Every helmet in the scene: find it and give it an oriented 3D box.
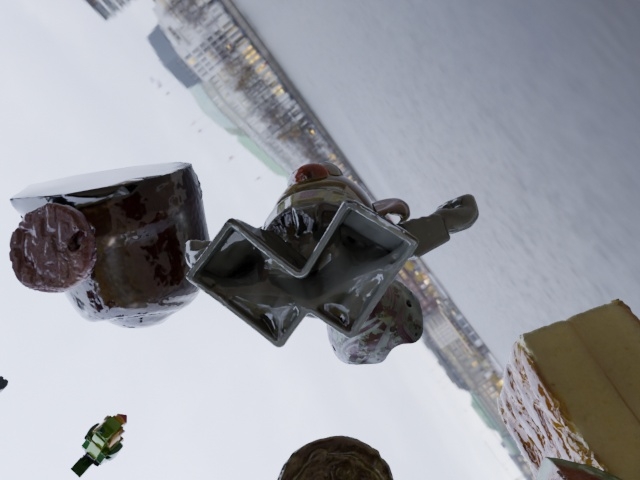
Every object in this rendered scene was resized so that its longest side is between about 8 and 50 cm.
[{"bbox_3d":[0.080,0.123,1.025,0.107,0.177,0.153,58,-174,-41],"label":"helmet"}]

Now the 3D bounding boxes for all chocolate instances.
[{"bbox_3d":[-0.414,0.018,1.259,0.383,0.384,0.331,-104,7,-74],"label":"chocolate"}]

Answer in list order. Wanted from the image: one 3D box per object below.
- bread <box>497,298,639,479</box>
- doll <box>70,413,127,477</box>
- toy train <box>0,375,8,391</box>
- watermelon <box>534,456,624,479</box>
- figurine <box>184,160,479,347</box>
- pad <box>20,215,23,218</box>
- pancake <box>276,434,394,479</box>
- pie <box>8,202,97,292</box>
[{"bbox_3d":[0.436,0.290,0.936,0.279,0.207,0.279,81,171,-52],"label":"bread"},{"bbox_3d":[-0.616,0.568,1.680,0.106,0.186,0.134,40,-154,9],"label":"doll"},{"bbox_3d":[-0.767,0.333,1.267,0.111,0.170,0.071,43,-176,-11],"label":"toy train"},{"bbox_3d":[0.352,0.363,0.643,0.232,0.193,0.310,-14,-136,-40],"label":"watermelon"},{"bbox_3d":[-0.001,0.001,0.682,0.343,0.167,0.285,12,-165,7],"label":"figurine"},{"bbox_3d":[-0.651,-0.052,1.561,0.174,0.233,0.022,55,-161,-22],"label":"pad"},{"bbox_3d":[0.030,0.466,1.040,0.250,0.250,0.031,54,143,7],"label":"pancake"},{"bbox_3d":[-0.421,0.013,0.936,0.153,0.154,0.038,54,-166,9],"label":"pie"}]
